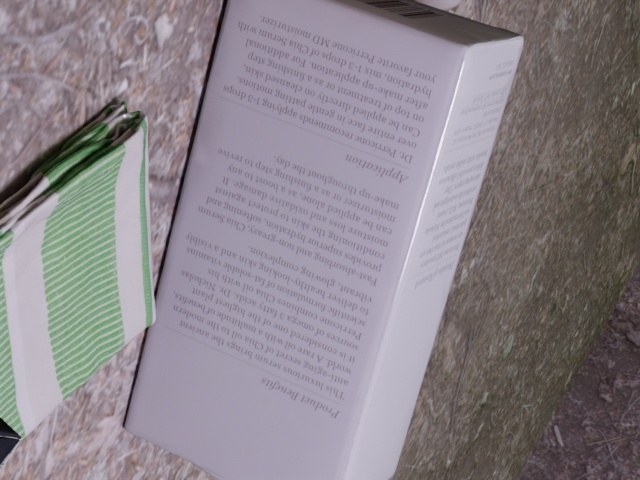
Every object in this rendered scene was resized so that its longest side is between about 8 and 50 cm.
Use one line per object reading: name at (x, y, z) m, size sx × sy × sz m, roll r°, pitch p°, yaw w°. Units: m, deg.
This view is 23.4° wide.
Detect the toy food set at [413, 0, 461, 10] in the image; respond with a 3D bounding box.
toy food set at (0.085, -0.174, 1.628) m, size 0.220 × 0.092 × 0.306 m, roll -55°, pitch 155°, yaw -31°

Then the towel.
towel at (-0.231, 0.069, 1.189) m, size 0.325 × 0.038 × 0.248 m, roll -48°, pitch 152°, yaw -42°

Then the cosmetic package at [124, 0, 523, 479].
cosmetic package at (0.000, 0.000, 1.410) m, size 0.161 × 0.230 × 0.453 m, roll -21°, pitch 131°, yaw -63°

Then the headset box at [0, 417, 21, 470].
headset box at (-0.314, 0.042, 0.654) m, size 0.131 × 0.283 × 0.246 m, roll -53°, pitch 158°, yaw 6°
